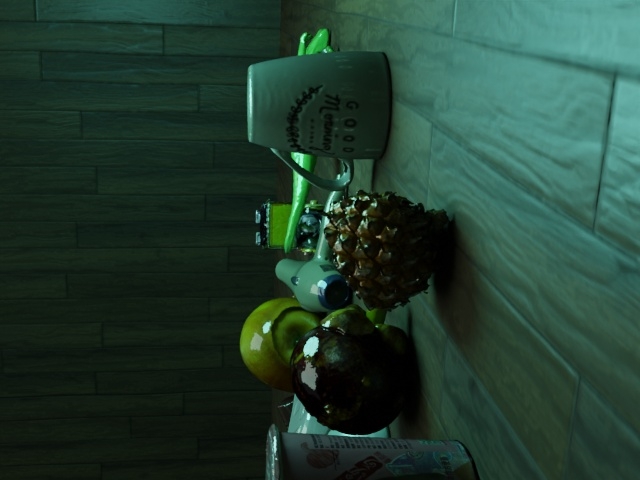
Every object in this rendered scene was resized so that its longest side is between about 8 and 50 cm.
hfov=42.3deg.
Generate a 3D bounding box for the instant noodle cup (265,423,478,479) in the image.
[{"bbox_3d":[0.054,0.335,0.969,0.243,0.231,0.242,-179,90,-83],"label":"instant noodle cup"}]

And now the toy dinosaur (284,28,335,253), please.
[{"bbox_3d":[-0.053,-0.254,1.974,0.374,0.144,0.499,-107,31,-71],"label":"toy dinosaur"}]

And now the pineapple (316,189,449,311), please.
[{"bbox_3d":[0.101,-0.006,1.050,0.176,0.137,0.161,30,-144,-52],"label":"pineapple"}]

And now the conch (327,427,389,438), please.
[{"bbox_3d":[0.063,0.399,1.427,0.185,0.121,0.221,22,110,50],"label":"conch"}]

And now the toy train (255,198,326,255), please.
[{"bbox_3d":[-0.066,-0.030,2.062,0.261,0.178,0.134,164,105,-81],"label":"toy train"}]

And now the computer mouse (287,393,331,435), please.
[{"bbox_3d":[0.017,0.323,1.689,0.184,0.121,0.296,116,170,-46],"label":"computer mouse"}]

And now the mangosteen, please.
[{"bbox_3d":[0.057,0.181,1.249,0.217,0.192,0.192,-58,8,-1],"label":"mangosteen"}]

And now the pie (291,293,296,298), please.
[{"bbox_3d":[-0.058,0.189,2.207,0.273,0.069,0.273,-63,2,4],"label":"pie"}]

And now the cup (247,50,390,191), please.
[{"bbox_3d":[-0.010,-0.202,1.453,0.186,0.234,0.257,-102,12,-58],"label":"cup"}]

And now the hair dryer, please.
[{"bbox_3d":[-0.019,0.026,1.871,0.296,0.119,0.298,-24,58,59],"label":"hair dryer"}]

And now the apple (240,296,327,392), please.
[{"bbox_3d":[-0.071,0.242,1.906,0.207,0.237,0.236,117,152,-75],"label":"apple"}]

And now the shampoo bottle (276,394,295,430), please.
[{"bbox_3d":[-0.024,0.470,1.911,0.236,0.067,0.068,65,-150,-6],"label":"shampoo bottle"}]
